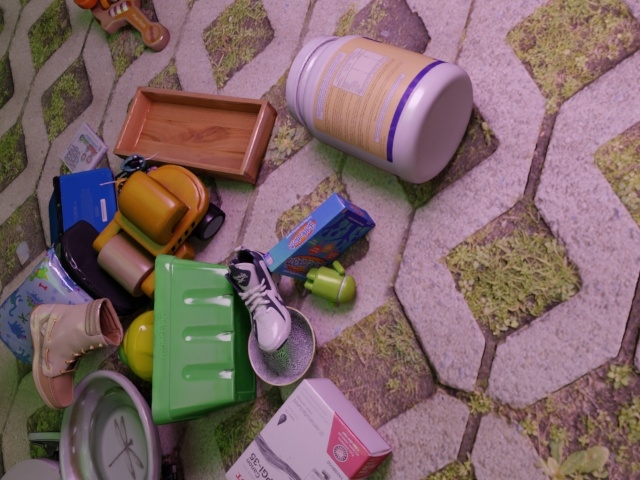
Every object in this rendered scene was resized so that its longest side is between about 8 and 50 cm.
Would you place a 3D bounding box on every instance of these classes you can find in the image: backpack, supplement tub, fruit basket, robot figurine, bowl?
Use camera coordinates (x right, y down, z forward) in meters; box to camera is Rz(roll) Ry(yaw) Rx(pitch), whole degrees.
[{"bbox_3d":[-0.684,0.172,1.498,0.356,0.273,0.290,-34,100,32],"label":"backpack"},{"bbox_3d":[0.116,-0.284,1.161,0.331,0.241,0.240,30,94,30],"label":"supplement tub"},{"bbox_3d":[-0.342,0.233,1.300,0.393,0.283,0.391,-3,76,10],"label":"fruit basket"},{"bbox_3d":[0.026,0.097,1.213,0.115,0.067,0.101,17,115,9],"label":"robot figurine"},{"bbox_3d":[-0.068,0.233,1.235,0.170,0.080,0.169,-7,76,28],"label":"bowl"}]

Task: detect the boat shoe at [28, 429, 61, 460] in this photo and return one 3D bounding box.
[{"bbox_3d":[-0.705,0.558,1.519,0.229,0.080,0.075,-6,74,20],"label":"boat shoe"}]

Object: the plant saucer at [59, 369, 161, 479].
[{"bbox_3d":[-0.491,0.514,1.357,0.401,0.101,0.399,-5,81,37],"label":"plant saucer"}]

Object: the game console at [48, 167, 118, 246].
[{"bbox_3d":[-0.720,-0.040,1.691,0.251,0.173,0.292,-12,71,-6],"label":"game console"}]

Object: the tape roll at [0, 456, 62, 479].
[{"bbox_3d":[-0.753,0.783,1.492,0.393,0.072,0.391,-7,76,28],"label":"tape roll"}]

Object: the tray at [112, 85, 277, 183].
[{"bbox_3d":[-0.332,-0.280,1.466,0.412,0.076,0.202,12,78,22],"label":"tray"}]

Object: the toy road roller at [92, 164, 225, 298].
[{"bbox_3d":[-0.411,-0.033,1.346,0.203,0.240,0.329,39,88,10],"label":"toy road roller"}]

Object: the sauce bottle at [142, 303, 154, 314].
[{"bbox_3d":[-0.444,0.195,1.475,0.128,0.042,0.042,-47,61,9],"label":"sauce bottle"}]

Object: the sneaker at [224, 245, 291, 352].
[{"bbox_3d":[-0.141,0.111,1.173,0.094,0.153,0.234,-20,55,25],"label":"sneaker"}]

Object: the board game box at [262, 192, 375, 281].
[{"bbox_3d":[0.000,0.000,1.206,0.210,0.160,0.047,-41,63,16],"label":"board game box"}]

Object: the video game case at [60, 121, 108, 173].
[{"bbox_3d":[-0.749,-0.277,1.765,0.157,0.019,0.143,43,100,29],"label":"video game case"}]

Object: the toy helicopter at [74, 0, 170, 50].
[{"bbox_3d":[-0.577,-0.721,1.734,0.235,0.140,0.355,-45,72,2],"label":"toy helicopter"}]

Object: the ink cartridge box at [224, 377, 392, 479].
[{"bbox_3d":[-0.028,0.455,1.140,0.207,0.117,0.283,43,100,29],"label":"ink cartridge box"}]

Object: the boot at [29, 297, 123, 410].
[{"bbox_3d":[-0.574,0.271,1.335,0.204,0.095,0.261,-7,88,13],"label":"boot"}]

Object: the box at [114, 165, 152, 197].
[{"bbox_3d":[-0.470,-0.152,1.564,0.220,0.051,0.175,-29,66,20],"label":"box"}]

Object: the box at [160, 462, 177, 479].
[{"bbox_3d":[-0.378,0.589,1.359,0.067,0.018,0.083,-17,71,24],"label":"box"}]

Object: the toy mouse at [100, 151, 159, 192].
[{"bbox_3d":[-0.459,-0.177,1.426,0.143,0.161,0.031,-53,51,10],"label":"toy mouse"}]
